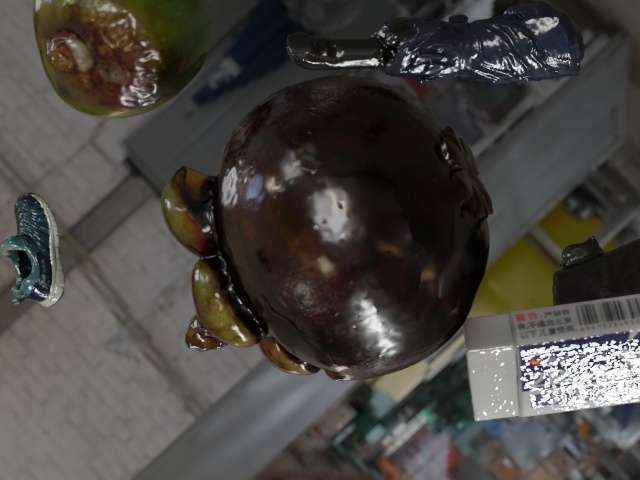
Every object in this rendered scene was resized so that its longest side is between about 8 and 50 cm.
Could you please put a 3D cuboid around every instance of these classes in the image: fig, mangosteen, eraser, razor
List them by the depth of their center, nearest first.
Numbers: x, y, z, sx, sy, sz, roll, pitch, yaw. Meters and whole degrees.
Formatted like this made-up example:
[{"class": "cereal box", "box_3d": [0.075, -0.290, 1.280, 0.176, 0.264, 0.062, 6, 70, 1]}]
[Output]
[{"class": "mangosteen", "box_3d": [0.000, 0.000, 1.549, 0.307, 0.347, 0.307, 54, -161, -29]}, {"class": "fig", "box_3d": [-0.208, -0.225, 1.656, 0.181, 0.191, 0.181, 25, 122, 48]}, {"class": "eraser", "box_3d": [0.264, 0.128, 1.669, 0.068, 0.210, 0.124, -95, -4, -45]}, {"class": "razor", "box_3d": [0.429, 0.039, 1.777, 0.107, 0.326, 0.189, 56, -157, -29]}]

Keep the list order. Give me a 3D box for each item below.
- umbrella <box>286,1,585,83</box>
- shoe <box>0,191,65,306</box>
[{"class": "umbrella", "box_3d": [0.096, -0.163, 1.276, 0.071, 0.248, 0.071, 179, 90, -90]}, {"class": "shoe", "box_3d": [-0.358, 0.012, 1.880, 0.071, 0.064, 0.143, -1, -101, -41]}]
